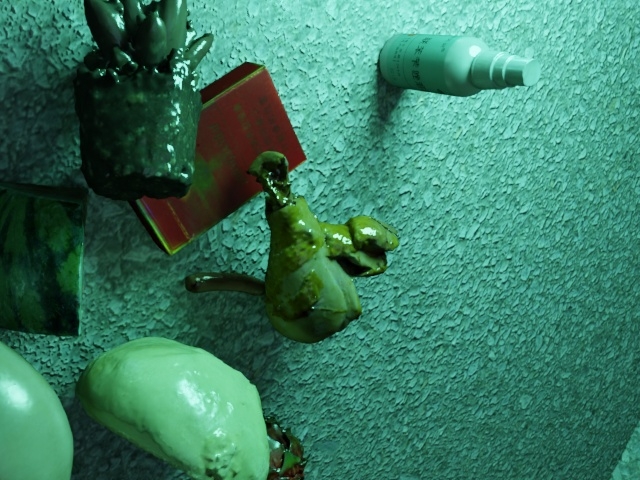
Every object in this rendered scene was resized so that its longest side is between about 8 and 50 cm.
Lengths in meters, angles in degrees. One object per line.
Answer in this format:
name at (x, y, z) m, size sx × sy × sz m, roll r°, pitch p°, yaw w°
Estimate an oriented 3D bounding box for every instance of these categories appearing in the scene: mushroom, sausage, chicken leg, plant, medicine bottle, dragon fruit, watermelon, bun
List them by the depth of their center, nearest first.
mushroom at (-0.519, 0.286, 0.965) m, size 0.294 × 0.362 × 0.363 m, roll -36°, pitch 136°, yaw -69°
plant at (-0.255, -0.225, 0.975) m, size 0.193 × 0.181 × 0.321 m, roll -1°, pitch 81°, yaw -7°
watermelon at (-0.416, 0.029, 1.017) m, size 0.201 × 0.261 × 0.213 m, roll -11°, pitch 111°, yaw -62°
bun at (-0.228, 0.292, 1.149) m, size 0.364 × 0.364 × 0.202 m, roll 49°, pitch 64°, yaw -36°
chicken leg at (0.000, 0.000, 1.236) m, size 0.295 × 0.182 × 0.410 m, roll -22°, pitch 122°, yaw -4°
medicine bottle at (0.256, -0.325, 1.237) m, size 0.110 × 0.351 × 0.110 m, roll -12°, pitch 113°, yaw -30°
sausage at (-0.179, 0.086, 1.282) m, size 0.176 × 0.040 × 0.047 m, roll 6°, pitch 102°, yaw -37°
dragon fruit at (-0.111, 0.464, 1.380) m, size 0.182 × 0.182 × 0.189 m, roll 35°, pitch 47°, yaw -37°

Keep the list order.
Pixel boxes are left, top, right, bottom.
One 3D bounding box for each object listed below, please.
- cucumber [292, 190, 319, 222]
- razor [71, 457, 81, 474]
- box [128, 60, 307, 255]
cucumber at (-0.016, -0.010, 1.353) m, size 0.056 × 0.056 × 0.250 m, roll -42°, pitch 126°, yaw -15°
razor at (-0.481, 0.344, 1.176) m, size 0.084 × 0.036 × 0.211 m, roll -19°, pitch 125°, yaw -2°
box at (-0.195, -0.146, 1.158) m, size 0.313 × 0.089 × 0.198 m, roll -38°, pitch 126°, yaw -19°
